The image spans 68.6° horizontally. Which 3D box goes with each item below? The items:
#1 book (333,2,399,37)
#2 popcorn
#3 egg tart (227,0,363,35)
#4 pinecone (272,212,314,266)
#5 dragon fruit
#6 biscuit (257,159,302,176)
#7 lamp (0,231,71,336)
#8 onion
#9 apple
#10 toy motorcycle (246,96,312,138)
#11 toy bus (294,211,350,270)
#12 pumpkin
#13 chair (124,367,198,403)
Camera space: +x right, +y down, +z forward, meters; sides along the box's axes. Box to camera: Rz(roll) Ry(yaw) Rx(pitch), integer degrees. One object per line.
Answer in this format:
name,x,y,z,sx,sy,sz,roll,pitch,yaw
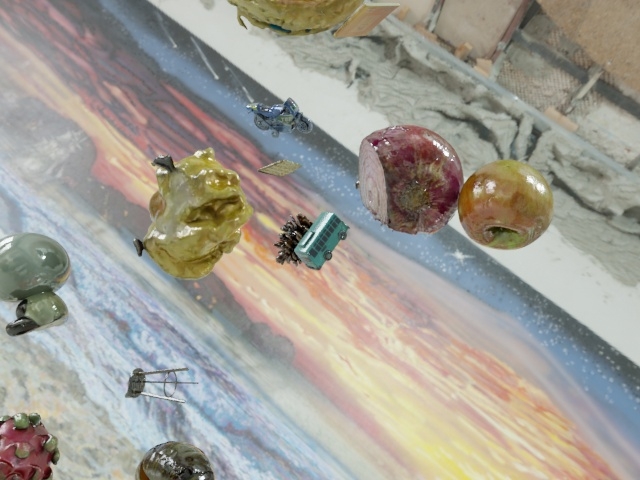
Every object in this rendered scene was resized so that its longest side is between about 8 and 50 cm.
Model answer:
book,0.128,-0.623,1.331,0.172,0.118,0.012,-12,-87,61
popcorn,-0.322,-0.079,1.232,0.315,0.281,0.297,-51,-120,26
egg tart,-0.059,-0.651,1.125,0.388,0.388,0.169,42,-5,5
pinecone,-0.088,0.009,1.822,0.169,0.212,0.186,33,-8,-37
dragon fruit,-0.721,0.508,1.076,0.218,0.198,0.273,44,-55,-15
biscuit,-0.160,-0.300,1.954,0.144,0.203,0.016,-17,-96,24
lamp,-0.702,0.099,1.140,0.243,0.198,0.198,69,-23,6
onion,0.221,-0.147,1.118,0.256,0.231,0.272,89,-6,-46
apple,0.392,-0.078,0.999,0.196,0.196,0.196,35,-25,19
toy motorcycle,-0.150,-0.450,1.691,0.255,0.092,0.135,9,-43,27
toy bus,0.000,0.000,1.349,0.092,0.160,0.079,44,-17,-27
pumpkin,-0.491,0.839,1.593,0.321,0.192,0.320,3,-85,32
chair,-0.504,0.440,1.457,0.222,0.104,0.095,-5,-77,11
